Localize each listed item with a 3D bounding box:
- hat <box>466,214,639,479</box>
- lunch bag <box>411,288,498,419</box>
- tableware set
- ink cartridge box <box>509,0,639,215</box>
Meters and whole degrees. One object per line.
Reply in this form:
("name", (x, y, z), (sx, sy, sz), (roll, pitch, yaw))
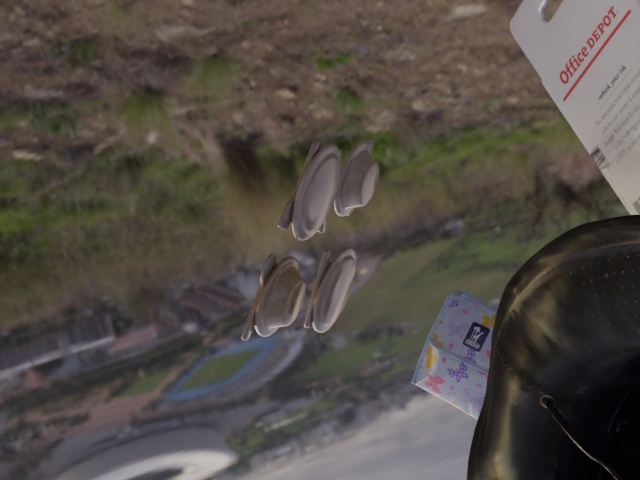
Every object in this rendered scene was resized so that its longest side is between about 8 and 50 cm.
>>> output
("hat", (0.223, 0.134, 0.605), (0.134, 0.331, 0.331), (-16, 161, -31))
("lunch bag", (0.116, 0.086, 0.887), (0.053, 0.071, 0.083), (-34, 148, -55))
("tableware set", (0.000, 0.000, 0.779), (0.169, 0.020, 0.141), (-8, 117, -68))
("ink cartridge box", (0.183, -0.079, 0.608), (0.060, 0.180, 0.104), (-22, 162, -22))
